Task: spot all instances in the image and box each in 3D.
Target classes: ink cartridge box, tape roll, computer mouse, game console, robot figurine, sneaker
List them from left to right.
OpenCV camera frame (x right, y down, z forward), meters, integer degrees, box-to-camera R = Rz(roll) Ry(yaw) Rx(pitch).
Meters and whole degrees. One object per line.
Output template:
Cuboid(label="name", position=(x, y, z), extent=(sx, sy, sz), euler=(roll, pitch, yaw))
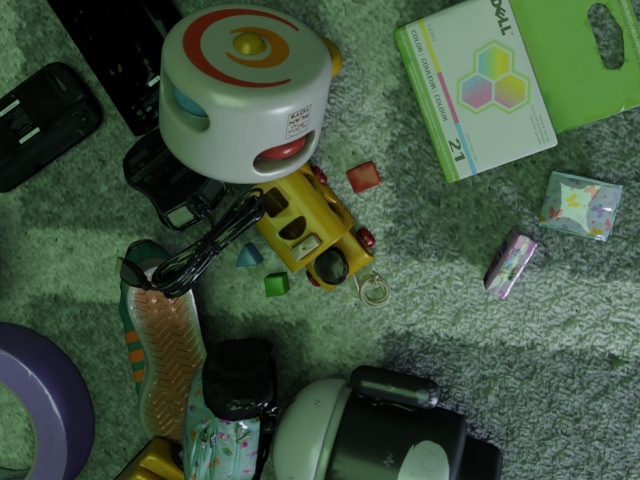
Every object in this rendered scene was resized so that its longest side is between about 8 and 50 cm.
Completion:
Cuboid(label="tape roll", position=(-0.464, 0.259, 1.288), extent=(0.275, 0.090, 0.275), euler=(3, 102, 13))
Cuboid(label="game console", position=(-0.330, -0.201, 1.188), extent=(0.361, 0.044, 0.213), euler=(-31, 92, 16))
Cuboid(label="sneaker", position=(-0.203, 0.136, 1.206), extent=(0.108, 0.121, 0.302), euler=(-10, 120, -15))
Cuboid(label="computer mouse", position=(-0.184, -0.027, 1.112), extent=(0.184, 0.060, 0.262), euler=(-45, 47, -9))
Cuboid(label="robot figurine", position=(0.080, 0.273, 1.131), extent=(0.278, 0.173, 0.209), euler=(15, 77, 9))
Cuboid(label="ink cartridge box", position=(0.236, -0.199, 1.034), extent=(0.255, 0.097, 0.189), euler=(-19, 97, 16))

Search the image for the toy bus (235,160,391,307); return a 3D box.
Cuboid(label="toy bus", position=(-0.011, -0.006, 1.125), extent=(0.202, 0.104, 0.191), euler=(8, 103, 11))

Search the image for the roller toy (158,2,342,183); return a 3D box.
Cuboid(label="roller toy", position=(-0.084, -0.174, 1.044), extent=(0.209, 0.191, 0.146), euler=(9, 137, -4))

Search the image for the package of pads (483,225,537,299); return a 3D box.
Cuboid(label="package of pads", position=(0.229, 0.026, 1.106), extent=(0.032, 0.050, 0.083), euler=(28, 106, 0))

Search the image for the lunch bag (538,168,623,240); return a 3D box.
Cuboid(label="lunch bag", position=(0.307, -0.042, 1.075), extent=(0.083, 0.053, 0.071), euler=(14, 102, 19))

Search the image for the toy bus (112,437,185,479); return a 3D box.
Cuboid(label="toy bus", position=(-0.126, 0.409, 1.206), extent=(0.333, 0.130, 0.108), euler=(39, 107, -14))

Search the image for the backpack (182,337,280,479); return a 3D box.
Cuboid(label="backpack", position=(-0.114, 0.229, 1.147), extent=(0.115, 0.152, 0.182), euler=(8, 120, -5))
